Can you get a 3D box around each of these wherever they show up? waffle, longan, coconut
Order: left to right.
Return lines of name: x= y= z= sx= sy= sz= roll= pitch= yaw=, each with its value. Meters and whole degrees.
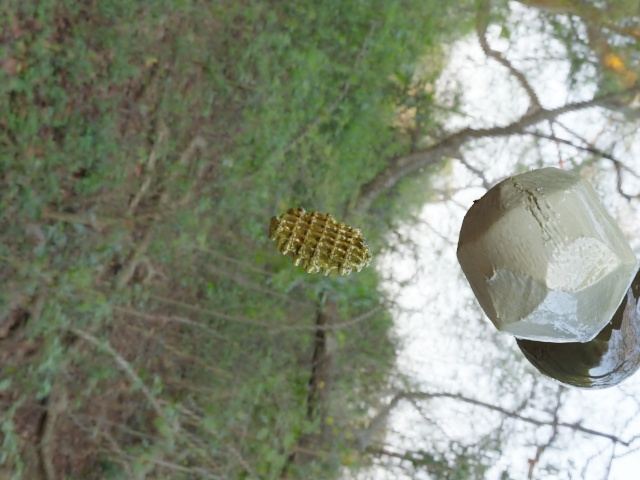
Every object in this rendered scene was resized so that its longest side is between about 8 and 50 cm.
waffle: x=0.000 y=0.003 z=1.668 sx=0.191 sy=0.191 sz=0.038 roll=-77 pitch=-173 yaw=-61
coconut: x=0.334 y=0.034 z=1.402 sx=0.245 sy=0.244 sz=0.247 roll=109 pitch=-41 yaw=-62
longan: x=0.530 y=0.141 z=1.914 sx=0.319 sy=0.318 sz=0.319 roll=-164 pitch=-90 yaw=-88
